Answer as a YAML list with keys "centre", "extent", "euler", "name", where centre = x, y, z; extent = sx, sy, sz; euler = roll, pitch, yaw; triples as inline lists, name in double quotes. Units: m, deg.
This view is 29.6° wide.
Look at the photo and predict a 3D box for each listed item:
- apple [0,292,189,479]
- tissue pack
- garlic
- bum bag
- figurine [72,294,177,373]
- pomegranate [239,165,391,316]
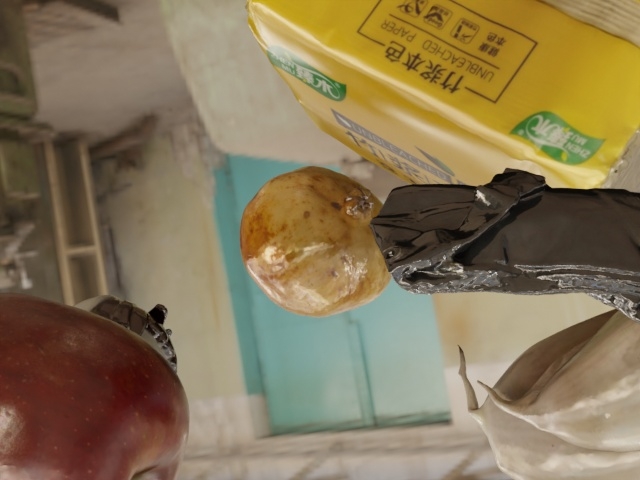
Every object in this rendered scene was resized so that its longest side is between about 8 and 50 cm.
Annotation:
- centre: [-0.286, 0.204, 1.243]
  extent: [0.316, 0.288, 0.288]
  euler: [29, -165, 25]
  name: "apple"
- centre: [0.158, -0.156, 1.155]
  extent: [0.382, 0.228, 0.293]
  euler: [32, 173, 23]
  name: "tissue pack"
- centre: [0.294, 0.149, 1.288]
  extent: [0.340, 0.246, 0.231]
  euler: [-18, 151, 19]
  name: "garlic"
- centre: [0.157, 0.001, 0.793]
  extent: [0.248, 0.060, 0.123]
  euler: [8, -142, -9]
  name: "bum bag"
- centre: [-0.309, 0.206, 1.492]
  extent: [0.167, 0.281, 0.370]
  euler: [14, -135, 26]
  name: "figurine"
- centre: [0.000, 0.000, 1.848]
  extent: [0.248, 0.248, 0.248]
  euler: [-10, 176, -1]
  name: "pomegranate"
